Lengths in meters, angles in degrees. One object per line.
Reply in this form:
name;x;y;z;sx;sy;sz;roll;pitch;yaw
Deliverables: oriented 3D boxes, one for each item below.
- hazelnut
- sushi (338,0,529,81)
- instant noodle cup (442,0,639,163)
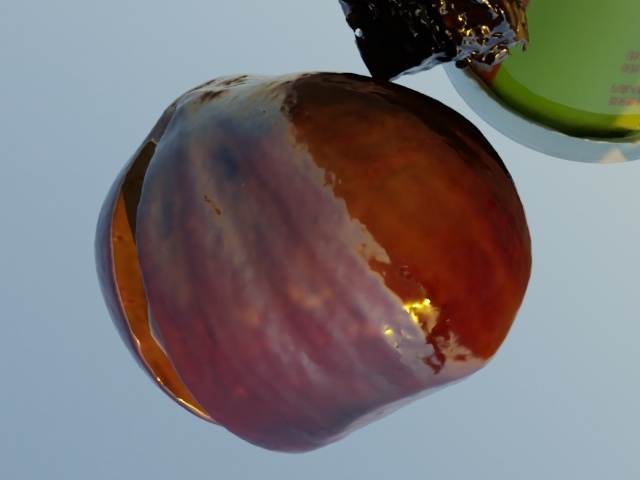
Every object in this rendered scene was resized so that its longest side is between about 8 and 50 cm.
hazelnut;0.000;0.000;0.763;0.178;0.178;0.204;47;157;-20
sushi;0.050;-0.128;0.819;0.094;0.084;0.098;56;-157;-36
instant noodle cup;0.202;-0.238;0.959;0.294;0.293;0.308;63;158;23
